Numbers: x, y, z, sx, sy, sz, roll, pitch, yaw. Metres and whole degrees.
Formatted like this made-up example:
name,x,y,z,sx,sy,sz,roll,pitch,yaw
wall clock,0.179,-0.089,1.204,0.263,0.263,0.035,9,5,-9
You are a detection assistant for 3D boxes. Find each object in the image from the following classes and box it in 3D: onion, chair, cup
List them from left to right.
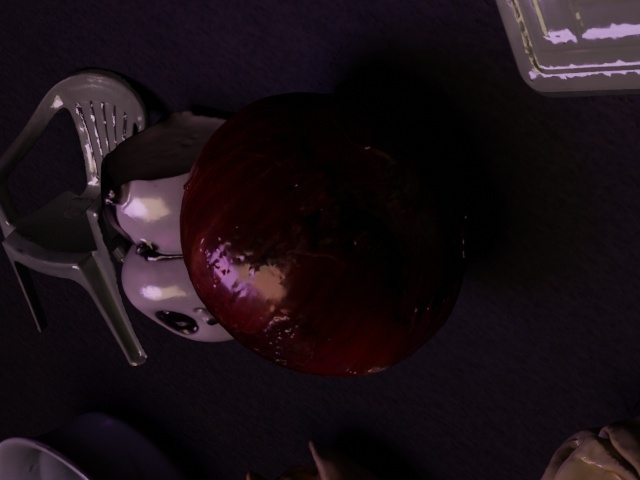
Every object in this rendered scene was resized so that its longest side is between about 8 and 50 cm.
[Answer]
name,x,y,z,sx,sy,sz,roll,pitch,yaw
chair,-0.262,-0.031,1.702,0.203,0.190,0.275,16,140,37
cup,-0.287,0.377,2.083,0.347,0.163,0.347,29,139,29
onion,0.000,0.000,1.350,0.276,0.276,0.276,28,139,28

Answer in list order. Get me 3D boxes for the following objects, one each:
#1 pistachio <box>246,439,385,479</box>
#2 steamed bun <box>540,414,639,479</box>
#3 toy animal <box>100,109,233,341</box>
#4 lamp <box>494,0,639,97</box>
name,x,y,z,sx,sy,sz,roll,pitch,yaw
pistachio,0.031,0.390,1.709,0.321,0.229,0.238,61,178,0
steamed bun,0.291,0.295,1.300,0.289,0.203,0.276,-19,90,44
toy animal,-0.124,-0.003,1.563,0.187,0.165,0.235,-10,115,9
lamp,0.224,-0.233,1.087,0.266,0.047,0.269,3,123,48
